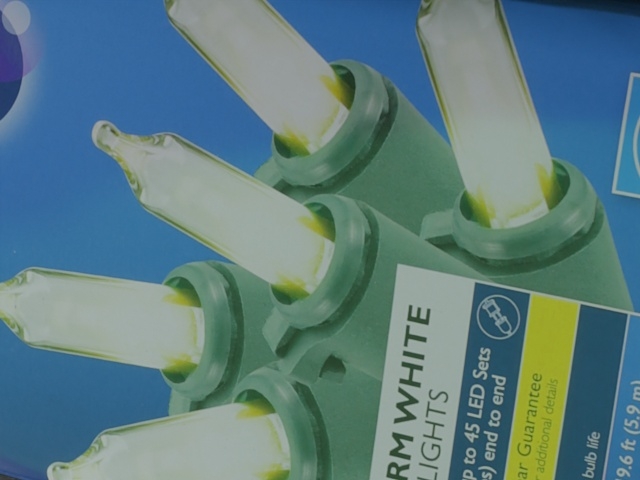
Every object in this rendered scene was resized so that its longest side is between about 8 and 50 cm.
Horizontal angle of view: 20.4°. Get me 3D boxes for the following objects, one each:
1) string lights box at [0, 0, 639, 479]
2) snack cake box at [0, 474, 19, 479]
[{"bbox_3d":[0.000,0.000,0.420,0.260,0.077,0.133,11,102,22],"label":"string lights box"},{"bbox_3d":[-0.198,0.152,0.822,0.152,0.089,0.264,-31,95,29],"label":"snack cake box"}]
